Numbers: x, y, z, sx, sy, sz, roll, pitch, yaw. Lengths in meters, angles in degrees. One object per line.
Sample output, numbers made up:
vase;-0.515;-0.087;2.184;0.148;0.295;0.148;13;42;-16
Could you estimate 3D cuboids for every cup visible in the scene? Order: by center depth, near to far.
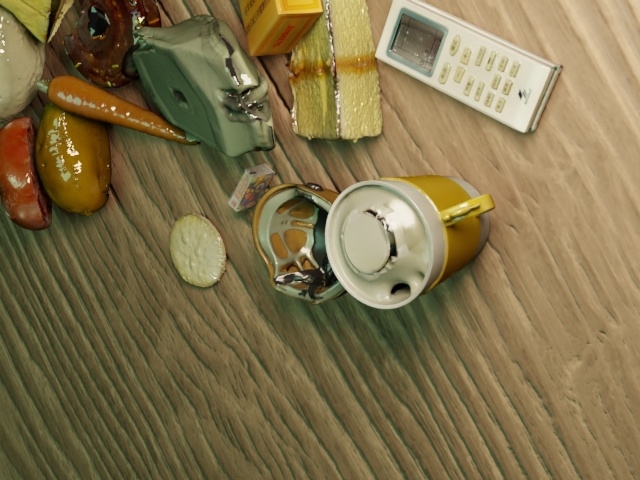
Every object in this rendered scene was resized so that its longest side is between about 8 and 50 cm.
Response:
cup;0.158;-0.019;1.446;0.241;0.226;0.186;-22;87;38

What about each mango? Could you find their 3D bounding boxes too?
mango;-0.492;-0.171;1.955;0.156;0.151;0.249;-138;45;-64

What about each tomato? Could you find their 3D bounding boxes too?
tomato;-0.620;-0.135;2.019;0.237;0.095;0.237;172;90;-82

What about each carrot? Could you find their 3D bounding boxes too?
carrot;-0.383;-0.246;1.853;0.335;0.069;0.069;19;116;4

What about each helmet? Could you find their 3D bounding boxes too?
helmet;0.000;0.000;1.635;0.224;0.130;0.199;36;118;37

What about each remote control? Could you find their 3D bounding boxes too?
remote control;0.211;-0.265;1.448;0.277;0.055;0.103;33;119;26

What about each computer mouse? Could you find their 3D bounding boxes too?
computer mouse;-0.178;-0.271;1.650;0.429;0.145;0.228;28;146;57

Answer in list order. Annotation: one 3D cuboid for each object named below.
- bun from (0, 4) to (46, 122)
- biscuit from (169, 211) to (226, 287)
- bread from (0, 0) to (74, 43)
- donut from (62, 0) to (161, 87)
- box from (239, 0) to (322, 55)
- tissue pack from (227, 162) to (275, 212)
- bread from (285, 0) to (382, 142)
bun;-0.699;-0.417;2.014;0.359;0.211;0.360;10;110;29
biscuit;-0.240;0.021;1.895;0.152;0.020;0.152;10;108;35
bread;-0.587;-0.521;1.841;0.264;0.168;0.163;25;148;-10
donut;-0.382;-0.403;1.844;0.216;0.096;0.230;26;117;29
box;-0.082;-0.450;1.538;0.174;0.076;0.274;150;109;-67
tissue pack;-0.124;-0.094;1.748;0.035;0.063;0.083;44;123;17
bread;-0.012;-0.270;1.564;0.178;0.135;0.240;-2;98;36
